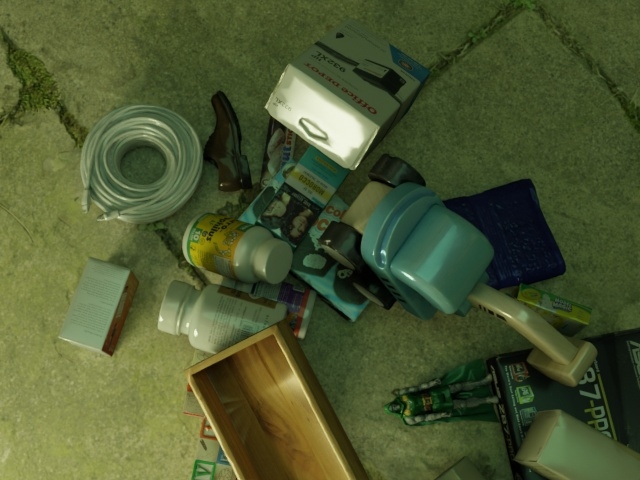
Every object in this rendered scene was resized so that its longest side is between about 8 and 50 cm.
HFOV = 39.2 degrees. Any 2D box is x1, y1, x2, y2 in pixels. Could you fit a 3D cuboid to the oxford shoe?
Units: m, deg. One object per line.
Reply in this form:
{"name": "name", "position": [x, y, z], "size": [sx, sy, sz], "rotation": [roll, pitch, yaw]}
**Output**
{"name": "oxford shoe", "position": [-0.213, -0.214, 1.932], "size": [0.096, 0.083, 0.227], "rotation": [-12, 77, -2]}

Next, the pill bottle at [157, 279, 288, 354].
{"name": "pill bottle", "position": [-0.187, 0.155, 1.730], "size": [0.229, 0.131, 0.131], "rotation": [16, 76, 2]}

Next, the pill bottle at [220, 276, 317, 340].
{"name": "pill bottle", "position": [-0.113, 0.131, 1.842], "size": [0.194, 0.108, 0.108], "rotation": [15, 76, 1]}

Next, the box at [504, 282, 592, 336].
{"name": "box", "position": [0.460, 0.143, 1.875], "size": [0.179, 0.105, 0.043], "rotation": [18, 68, 1]}

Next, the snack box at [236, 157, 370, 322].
{"name": "snack box", "position": [0.000, 0.000, 1.894], "size": [0.322, 0.060, 0.187], "rotation": [39, 78, 1]}

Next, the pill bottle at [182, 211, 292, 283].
{"name": "pill bottle", "position": [-0.163, 0.020, 1.794], "size": [0.208, 0.117, 0.117], "rotation": [17, 74, 33]}

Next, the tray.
{"name": "tray", "position": [-0.061, 0.370, 1.628], "size": [0.203, 0.076, 0.411], "rotation": [-28, 87, 15]}

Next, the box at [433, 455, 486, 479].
{"name": "box", "position": [0.320, 0.565, 1.737], "size": [0.113, 0.094, 0.275], "rotation": [-45, 73, 24]}

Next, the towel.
{"name": "towel", "position": [0.342, 0.010, 1.922], "size": [0.308, 0.076, 0.227], "rotation": [-14, 71, -6]}

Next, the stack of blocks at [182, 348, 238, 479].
{"name": "stack of blocks", "position": [-0.185, 0.339, 1.798], "size": [0.171, 0.087, 0.297], "rotation": [10, 76, -1]}

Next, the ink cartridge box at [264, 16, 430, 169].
{"name": "ink cartridge box", "position": [0.064, -0.312, 1.868], "size": [0.223, 0.129, 0.307], "rotation": [36, 40, 4]}

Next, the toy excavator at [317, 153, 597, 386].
{"name": "toy excavator", "position": [0.273, 0.086, 1.712], "size": [0.445, 0.433, 0.222], "rotation": [29, 76, 42]}

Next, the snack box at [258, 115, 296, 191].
{"name": "snack box", "position": [-0.091, -0.189, 1.962], "size": [0.064, 0.022, 0.178], "rotation": [9, 77, -4]}

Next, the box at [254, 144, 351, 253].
{"name": "box", "position": [-0.027, -0.102, 1.847], "size": [0.100, 0.060, 0.244], "rotation": [35, 75, 0]}

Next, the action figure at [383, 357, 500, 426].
{"name": "action figure", "position": [0.242, 0.326, 1.840], "size": [0.232, 0.063, 0.137], "rotation": [-11, 68, -7]}

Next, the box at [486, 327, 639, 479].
{"name": "box", "position": [0.538, 0.400, 1.824], "size": [0.318, 0.097, 0.394], "rotation": [-9, 79, -7]}

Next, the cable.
{"name": "cable", "position": [-0.377, -0.160, 1.906], "size": [0.257, 0.089, 0.257], "rotation": [-4, 76, -5]}

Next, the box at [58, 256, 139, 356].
{"name": "box", "position": [-0.442, 0.136, 1.809], "size": [0.091, 0.130, 0.170], "rotation": [17, 77, 0]}

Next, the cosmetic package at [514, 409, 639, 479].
{"name": "cosmetic package", "position": [0.541, 0.442, 1.688], "size": [0.309, 0.160, 0.113], "rotation": [30, 78, 2]}
